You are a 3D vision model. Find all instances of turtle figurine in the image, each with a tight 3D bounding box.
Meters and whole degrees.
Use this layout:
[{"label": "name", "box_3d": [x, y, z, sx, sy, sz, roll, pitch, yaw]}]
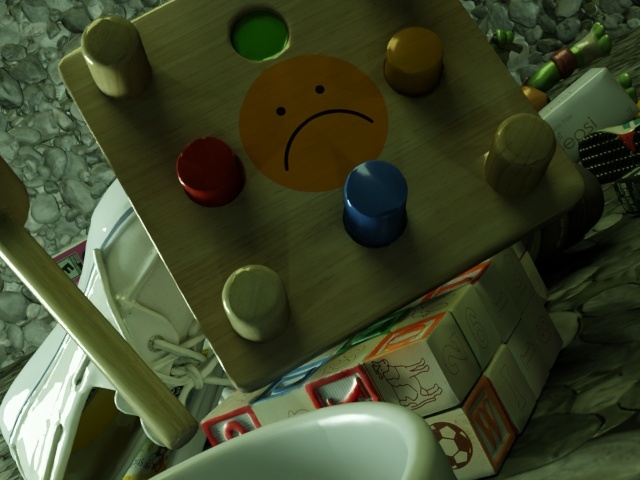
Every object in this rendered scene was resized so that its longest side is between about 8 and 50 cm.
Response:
[{"label": "turtle figurine", "box_3d": [0.317, -0.224, 1.586, 0.266, 0.275, 0.198, -24, 41, 5]}]

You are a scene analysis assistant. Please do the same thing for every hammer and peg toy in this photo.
[{"label": "hammer and peg toy", "box_3d": [-0.046, -0.038, 0.678, 0.361, 0.266, 0.127, -30, -15, -8]}]

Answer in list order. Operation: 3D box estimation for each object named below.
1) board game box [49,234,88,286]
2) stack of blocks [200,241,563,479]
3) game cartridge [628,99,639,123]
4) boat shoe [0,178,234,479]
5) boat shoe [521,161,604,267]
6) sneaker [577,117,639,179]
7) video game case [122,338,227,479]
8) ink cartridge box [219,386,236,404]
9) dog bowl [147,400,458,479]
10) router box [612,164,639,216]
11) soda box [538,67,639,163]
[{"label": "board game box", "box_3d": [-0.159, 0.052, 1.290, 0.303, 0.224, 0.097, -32, 6, -23]}, {"label": "stack of blocks", "box_3d": [0.071, 0.072, 0.746, 0.171, 0.087, 0.297, -25, 7, 30]}, {"label": "game cartridge", "box_3d": [0.539, -0.229, 1.280, 0.285, 0.053, 0.323, -22, 8, 45]}, {"label": "boat shoe", "box_3d": [-0.131, 0.088, 0.823, 0.136, 0.156, 0.367, 11, -57, -46]}, {"label": "boat shoe", "box_3d": [0.159, -0.020, 1.048, 0.130, 0.132, 0.355, -11, 7, -14]}, {"label": "sneaker", "box_3d": [0.352, -0.106, 1.153, 0.075, 0.057, 0.161, -13, -3, -29]}, {"label": "video game case", "box_3d": [-0.151, 0.138, 0.992, 0.227, 0.026, 0.206, -20, 44, 51]}, {"label": "ink cartridge box", "box_3d": [-0.065, 0.090, 1.129, 0.172, 0.100, 0.237, -33, 9, -32]}, {"label": "dog bowl", "box_3d": [-0.053, 0.173, 0.401, 0.265, 0.104, 0.265, -28, 6, 3]}, {"label": "router box", "box_3d": [0.334, -0.069, 0.947, 0.122, 0.038, 0.092, -31, 6, -22]}, {"label": "soda box", "box_3d": [0.263, -0.109, 1.258, 0.216, 0.069, 0.074, -40, 5, 6]}]
